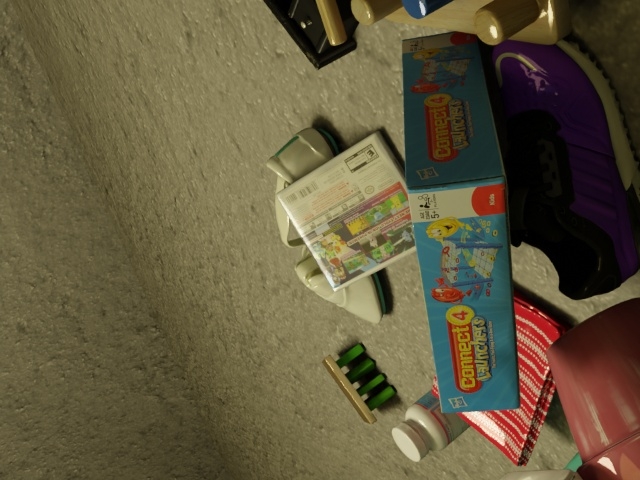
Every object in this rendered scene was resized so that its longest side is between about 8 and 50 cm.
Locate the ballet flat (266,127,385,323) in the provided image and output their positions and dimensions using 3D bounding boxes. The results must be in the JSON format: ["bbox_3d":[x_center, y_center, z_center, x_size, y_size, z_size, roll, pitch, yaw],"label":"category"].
[{"bbox_3d":[0.000,0.000,1.381,0.139,0.139,0.400,26,142,50],"label":"ballet flat"}]

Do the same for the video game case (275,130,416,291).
[{"bbox_3d":[0.055,-0.040,1.222,0.201,0.023,0.183,-29,94,28],"label":"video game case"}]

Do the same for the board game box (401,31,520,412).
[{"bbox_3d":[0.152,-0.027,0.885,0.308,0.086,0.302,-84,-16,-52],"label":"board game box"}]

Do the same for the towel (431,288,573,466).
[{"bbox_3d":[0.252,0.179,1.169,0.199,0.031,0.274,38,135,38],"label":"towel"}]

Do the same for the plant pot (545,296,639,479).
[{"bbox_3d":[0.347,0.170,0.875,0.201,0.201,0.180,105,143,-60],"label":"plant pot"}]

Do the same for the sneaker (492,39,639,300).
[{"bbox_3d":[0.237,-0.068,0.819,0.293,0.146,0.102,60,156,-9],"label":"sneaker"}]

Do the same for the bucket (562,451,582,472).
[{"bbox_3d":[0.404,0.400,1.038,0.281,0.183,0.281,43,154,27],"label":"bucket"}]

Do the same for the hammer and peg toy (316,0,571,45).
[{"bbox_3d":[0.088,-0.331,0.805,0.361,0.127,0.266,27,144,49],"label":"hammer and peg toy"}]

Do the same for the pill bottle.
[{"bbox_3d":[0.198,0.289,1.325,0.087,0.160,0.087,44,154,28],"label":"pill bottle"}]

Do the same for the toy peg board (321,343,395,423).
[{"bbox_3d":[0.083,0.294,1.686,0.161,0.079,0.160,54,172,8],"label":"toy peg board"}]

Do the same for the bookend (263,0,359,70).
[{"bbox_3d":[-0.004,-0.334,1.045,0.157,0.072,0.156,54,156,7],"label":"bookend"}]

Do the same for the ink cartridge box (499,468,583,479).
[{"bbox_3d":[0.284,0.394,0.868,0.273,0.115,0.198,52,162,8],"label":"ink cartridge box"}]
